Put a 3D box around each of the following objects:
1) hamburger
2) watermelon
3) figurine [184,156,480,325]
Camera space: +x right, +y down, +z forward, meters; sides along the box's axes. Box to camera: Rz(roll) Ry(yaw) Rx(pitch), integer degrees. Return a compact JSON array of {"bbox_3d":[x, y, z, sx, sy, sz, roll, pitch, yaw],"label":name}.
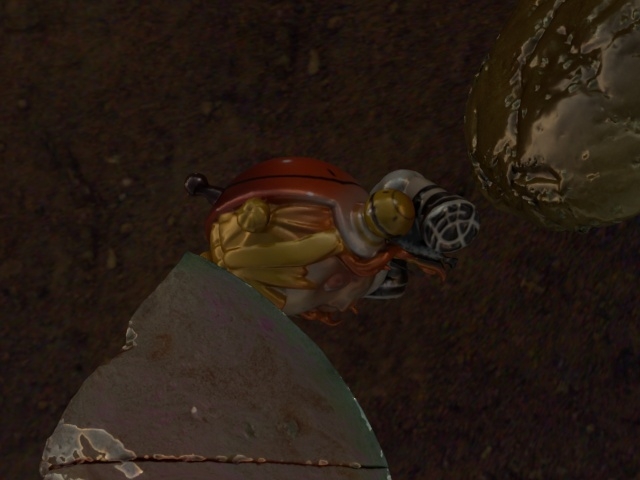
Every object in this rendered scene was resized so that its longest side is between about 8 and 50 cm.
[{"bbox_3d":[0.241,-0.139,0.825,0.134,0.265,0.284,22,93,-25],"label":"hamburger"},{"bbox_3d":[-0.093,0.231,0.750,0.319,0.292,0.222,42,127,1],"label":"watermelon"},{"bbox_3d":[0.001,-0.004,1.221,0.320,0.323,0.196,-46,53,54],"label":"figurine"}]
